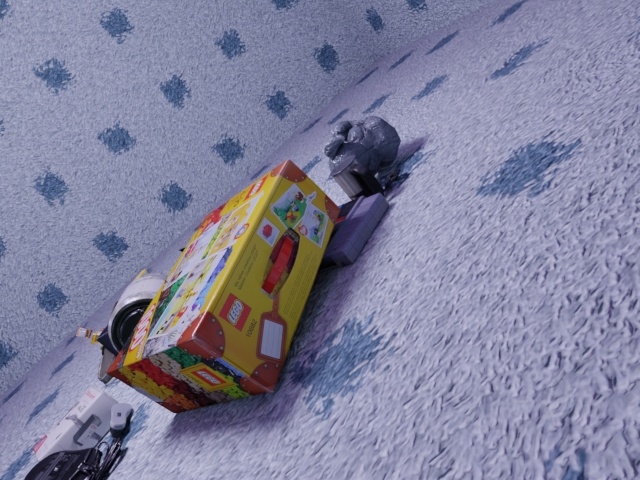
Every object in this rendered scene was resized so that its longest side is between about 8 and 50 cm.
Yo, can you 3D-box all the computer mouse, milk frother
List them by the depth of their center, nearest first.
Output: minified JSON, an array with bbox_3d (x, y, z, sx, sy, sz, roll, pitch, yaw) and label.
[{"bbox_3d":[-0.581,0.558,1.148,0.273,0.072,0.188,-15,26,29],"label":"computer mouse"},{"bbox_3d":[0.126,-0.174,1.322,0.129,0.134,0.143,-17,29,49],"label":"milk frother"}]

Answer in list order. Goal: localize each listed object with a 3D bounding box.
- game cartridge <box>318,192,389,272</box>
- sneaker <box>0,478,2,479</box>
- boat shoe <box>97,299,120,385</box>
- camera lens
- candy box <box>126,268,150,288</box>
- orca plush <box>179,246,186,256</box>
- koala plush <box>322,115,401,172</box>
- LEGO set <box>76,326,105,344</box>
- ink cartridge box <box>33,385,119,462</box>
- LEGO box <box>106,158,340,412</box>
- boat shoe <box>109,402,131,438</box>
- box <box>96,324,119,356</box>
[{"bbox_3d":[0.000,0.000,1.298,0.355,0.068,0.230,-20,31,48],"label":"game cartridge"},{"bbox_3d":[-0.654,0.594,1.047,0.226,0.163,0.086,-16,28,49],"label":"sneaker"},{"bbox_3d":[-0.728,0.355,1.748,0.109,0.091,0.304,-18,47,29],"label":"boat shoe"},{"bbox_3d":[-0.518,0.233,1.524,0.219,0.219,0.274,-41,18,-1],"label":"camera lens"},{"bbox_3d":[-0.573,0.208,1.712,0.027,0.205,0.105,-24,24,23],"label":"candy box"},{"bbox_3d":[-0.504,0.072,2.081,0.151,0.102,0.287,-28,-2,-17],"label":"orca plush"},{"bbox_3d":[0.101,-0.248,1.428,0.204,0.196,0.221,-10,21,45],"label":"koala plush"},{"bbox_3d":[-0.791,0.351,1.938,0.287,0.132,0.107,-15,17,6],"label":"LEGO set"},{"bbox_3d":[-0.656,0.515,1.349,0.218,0.092,0.159,-49,20,-30],"label":"ink cartridge box"},{"bbox_3d":[-0.202,0.105,1.124,0.373,0.193,0.499,-27,30,40],"label":"LEGO box"},{"bbox_3d":[-0.520,0.462,1.276,0.142,0.049,0.040,-161,81,-75],"label":"boat shoe"},{"bbox_3d":[-0.635,0.302,1.705,0.108,0.153,0.207,-30,20,32],"label":"box"}]
